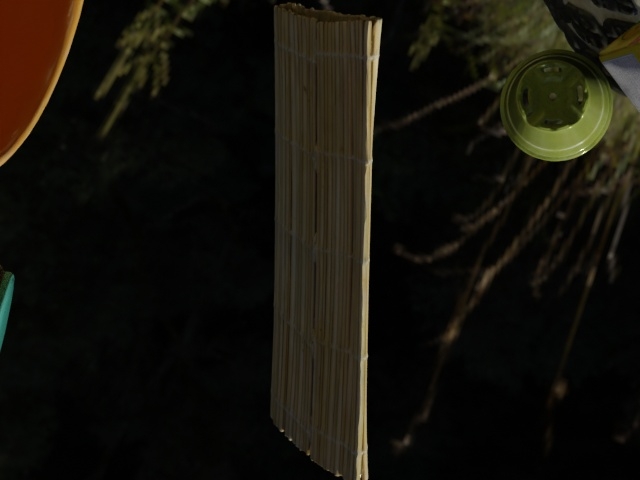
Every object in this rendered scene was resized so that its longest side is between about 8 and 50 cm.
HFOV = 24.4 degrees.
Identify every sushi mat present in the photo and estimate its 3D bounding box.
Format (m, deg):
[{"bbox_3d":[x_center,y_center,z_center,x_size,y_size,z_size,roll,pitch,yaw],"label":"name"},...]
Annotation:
[{"bbox_3d":[0.000,0.000,1.012,0.019,0.316,0.151,-6,-164,-25],"label":"sushi mat"}]

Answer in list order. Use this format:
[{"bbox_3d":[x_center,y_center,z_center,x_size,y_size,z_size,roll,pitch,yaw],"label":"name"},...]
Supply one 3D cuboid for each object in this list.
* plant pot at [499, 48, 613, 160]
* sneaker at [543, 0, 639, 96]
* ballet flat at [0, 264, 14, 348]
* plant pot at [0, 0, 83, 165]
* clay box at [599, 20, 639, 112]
[{"bbox_3d":[0.168,-0.100,1.064,0.083,0.083,0.079,18,-176,11],"label":"plant pot"},{"bbox_3d":[0.300,-0.189,1.026,0.410,0.182,0.158,33,153,49],"label":"sneaker"},{"bbox_3d":[-0.189,0.097,0.683,0.068,0.072,0.213,12,121,-6],"label":"ballet flat"},{"bbox_3d":[-0.216,-0.143,0.619,0.188,0.205,0.205,12,149,9],"label":"plant pot"},{"bbox_3d":[0.220,-0.063,0.699,0.127,0.053,0.222,51,174,-6],"label":"clay box"}]
